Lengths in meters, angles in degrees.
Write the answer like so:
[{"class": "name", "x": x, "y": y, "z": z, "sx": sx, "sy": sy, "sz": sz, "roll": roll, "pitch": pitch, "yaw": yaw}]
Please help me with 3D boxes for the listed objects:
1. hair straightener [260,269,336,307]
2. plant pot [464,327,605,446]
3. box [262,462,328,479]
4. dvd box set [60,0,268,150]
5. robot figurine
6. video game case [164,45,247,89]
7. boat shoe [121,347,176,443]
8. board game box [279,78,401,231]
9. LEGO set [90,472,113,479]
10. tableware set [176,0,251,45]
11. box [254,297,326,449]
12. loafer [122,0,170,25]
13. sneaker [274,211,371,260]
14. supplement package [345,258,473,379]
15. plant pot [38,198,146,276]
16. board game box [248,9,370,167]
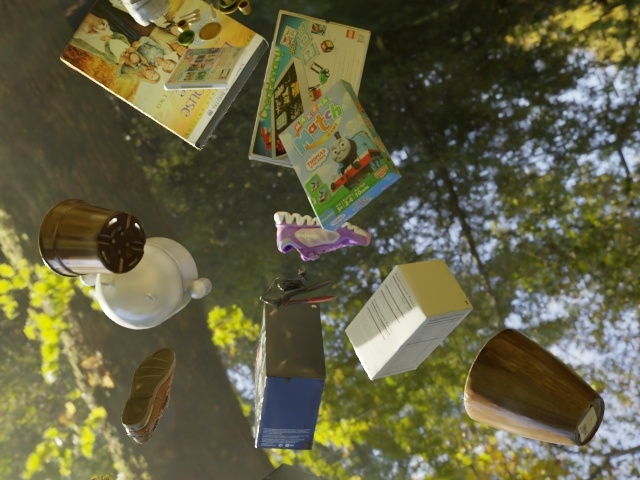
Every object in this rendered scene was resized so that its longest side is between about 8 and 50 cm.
[{"class": "hair straightener", "x": -0.059, "y": 0.120, "z": 2.068, "sx": 0.230, "sy": 0.089, "sz": 0.047, "roll": -5, "pitch": 176, "yaw": -38}, {"class": "plant pot", "x": 0.454, "y": 0.325, "z": 1.672, "sx": 0.215, "sy": 0.215, "sz": 0.230, "roll": -35, "pitch": -141, "yaw": -28}, {"class": "box", "x": -0.065, "y": 0.616, "z": 1.871, "sx": 0.232, "sy": 0.059, "sz": 0.183, "roll": 7, "pitch": -150, "yaw": 46}, {"class": "dvd box set", "x": -0.378, "y": -0.453, "z": 1.951, "sx": 0.308, "sy": 0.420, "sz": 0.062, "roll": -56, "pitch": 168, "yaw": 1}, {"class": "robot figurine", "x": -0.412, "y": 0.098, "z": 1.936, "sx": 0.299, "sy": 0.200, "sz": 0.353, "roll": 3, "pitch": -175, "yaw": 2}, {"class": "video game case", "x": -0.244, "y": -0.370, "z": 1.739, "sx": 0.143, "sy": 0.019, "sz": 0.157, "roll": 0, "pitch": -139, "yaw": 13}, {"class": "boat shoe", "x": -0.507, "y": 0.462, "z": 2.429, "sx": 0.110, "sy": 0.104, "sz": 0.307, "roll": 0, "pitch": -139, "yaw": 19}, {"class": "board game box", "x": 0.028, "y": -0.147, "z": 1.396, "sx": 0.160, "sy": 0.212, "sz": 0.039, "roll": -39, "pitch": 149, "yaw": 25}, {"class": "LEGO set", "x": -0.478, "y": 0.612, "z": 1.622, "sx": 0.182, "sy": 0.060, "sz": 0.244, "roll": -19, "pitch": -126, "yaw": -1}, {"class": "tableware set", "x": -0.206, "y": -0.427, "z": 1.547, "sx": 0.154, "sy": 0.024, "sz": 0.104, "roll": -18, "pitch": -125, "yaw": 9}, {"class": "box", "x": -0.100, "y": 0.404, "z": 2.477, "sx": 0.178, "sy": 0.313, "sz": 0.343, "roll": 5, "pitch": -145, "yaw": -9}, {"class": "loafer", "x": -0.387, "y": -0.550, "z": 1.670, "sx": 0.112, "sy": 0.111, "sz": 0.319, "roll": -33, "pitch": -139, "yaw": -2}, {"class": "sneaker", "x": 0.000, "y": 0.000, "z": 1.883, "sx": 0.236, "sy": 0.105, "sz": 0.095, "roll": 8, "pitch": 172, "yaw": 17}, {"class": "supplement package", "x": 0.184, "y": 0.168, "z": 1.725, "sx": 0.139, "sy": 0.134, "sz": 0.244, "roll": -6, "pitch": 145, "yaw": -37}, {"class": "plant pot", "x": -0.458, "y": 0.001, "z": 1.663, "sx": 0.165, "sy": 0.167, "sz": 0.167, "roll": 6, "pitch": -147, "yaw": 36}, {"class": "board game box", "x": -0.023, "y": -0.296, "z": 1.657, "sx": 0.192, "sy": 0.306, "sz": 0.053, "roll": 12, "pitch": 179, "yaw": -6}]
